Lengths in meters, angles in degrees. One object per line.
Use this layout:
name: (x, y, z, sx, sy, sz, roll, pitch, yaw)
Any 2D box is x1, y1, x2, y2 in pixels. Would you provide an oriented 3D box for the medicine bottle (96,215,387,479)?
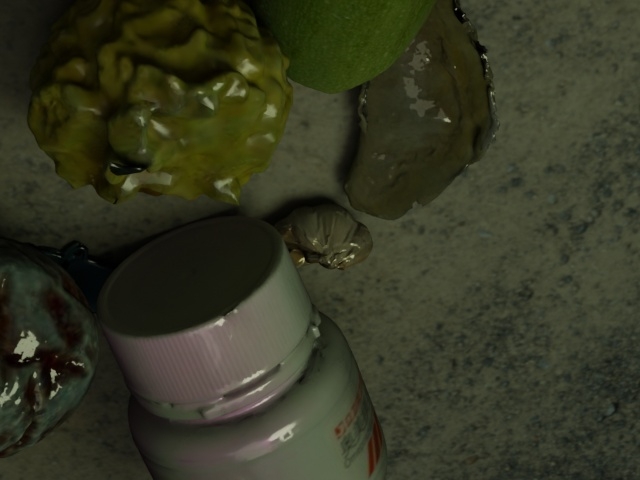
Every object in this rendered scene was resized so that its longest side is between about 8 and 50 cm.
medicine bottle: (-0.085, 0.161, 1.626, 0.256, 0.256, 0.325, -19, 119, 4)

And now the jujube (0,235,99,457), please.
jujube: (-0.376, 0.110, 1.538, 0.308, 0.215, 0.246, 0, 111, 16)

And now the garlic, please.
garlic: (0.000, -0.003, 1.624, 0.113, 0.094, 0.074, -2, 89, -2)

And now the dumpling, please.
dumpling: (0.114, -0.156, 1.516, 0.166, 0.086, 0.332, 18, 131, 17)

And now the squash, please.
squash: (0.033, -0.278, 1.400, 0.189, 0.189, 0.260, -1, 157, -10)

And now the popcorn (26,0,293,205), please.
popcorn: (-0.147, -0.129, 1.400, 0.249, 0.225, 0.249, -9, 133, -10)

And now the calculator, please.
calculator: (-0.264, 0.043, 1.648, 0.141, 0.019, 0.094, 19, 122, -23)
